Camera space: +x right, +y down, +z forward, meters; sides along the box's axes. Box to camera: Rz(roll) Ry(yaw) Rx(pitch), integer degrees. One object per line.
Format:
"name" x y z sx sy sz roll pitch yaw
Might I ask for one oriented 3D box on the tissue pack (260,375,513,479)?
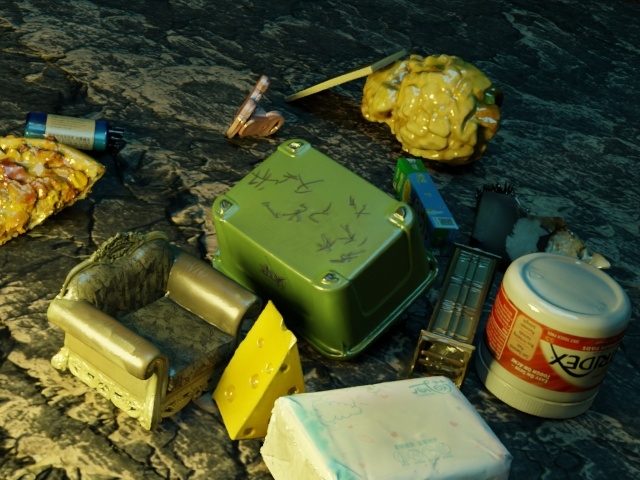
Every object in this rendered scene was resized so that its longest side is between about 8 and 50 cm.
"tissue pack" 0.085 0.282 1.462 0.271 0.124 0.201 -3 38 -30

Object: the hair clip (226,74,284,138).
"hair clip" -0.150 -0.266 2.302 0.138 0.123 0.102 -17 62 -48

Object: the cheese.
"cheese" -0.063 0.174 1.526 0.126 0.171 0.093 -1 33 -25

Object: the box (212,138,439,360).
"box" 0.000 0.000 1.771 0.329 0.177 0.253 34 63 29

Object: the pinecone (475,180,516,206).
"pinecone" 0.350 -0.082 2.241 0.083 0.077 0.077 9 28 12

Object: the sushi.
"sushi" 0.418 0.010 2.084 0.273 0.134 0.109 18 -3 25

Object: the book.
"book" 0.055 -0.366 2.496 0.242 0.018 0.170 -14 13 36

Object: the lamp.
"lamp" 0.222 0.119 1.829 0.089 0.090 0.325 18 29 8

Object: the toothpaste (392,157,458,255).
"toothpaste" 0.198 -0.067 2.159 0.050 0.065 0.266 2 32 -15

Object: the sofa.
"sofa" -0.222 0.108 1.557 0.200 0.182 0.258 31 33 25

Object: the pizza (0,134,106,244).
"pizza" -0.517 -0.087 1.818 0.336 0.086 0.226 0 46 -11

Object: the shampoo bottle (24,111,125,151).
"shampoo bottle" -0.461 -0.202 2.109 0.183 0.050 0.087 6 28 -14

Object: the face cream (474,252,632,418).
"face cream" 0.360 0.144 1.746 0.201 0.187 0.201 11 30 -6

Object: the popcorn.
"popcorn" 0.247 -0.299 2.432 0.332 0.225 0.265 17 33 29
